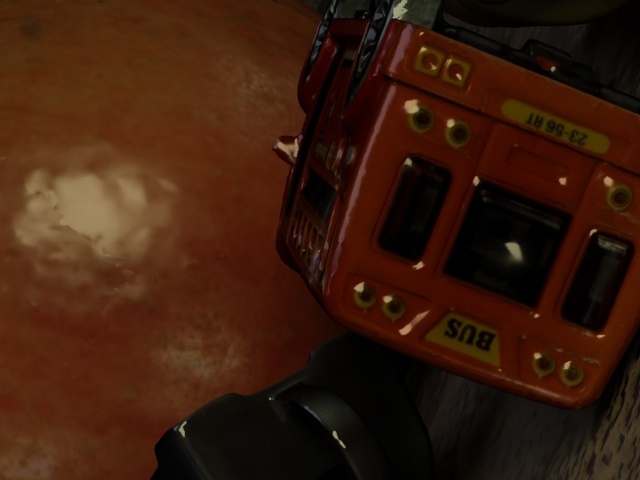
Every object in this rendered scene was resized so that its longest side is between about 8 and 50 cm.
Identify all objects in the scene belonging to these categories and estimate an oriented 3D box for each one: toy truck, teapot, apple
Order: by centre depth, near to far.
[{"bbox_3d":[0.043,-0.022,0.652,0.252,0.107,0.114,-134,64,-82],"label":"toy truck"},{"bbox_3d":[-0.006,0.104,0.700,0.087,0.096,0.177,-25,-13,-24],"label":"teapot"},{"bbox_3d":[-0.129,0.016,0.968,0.364,0.364,0.364,-155,90,-84],"label":"apple"}]

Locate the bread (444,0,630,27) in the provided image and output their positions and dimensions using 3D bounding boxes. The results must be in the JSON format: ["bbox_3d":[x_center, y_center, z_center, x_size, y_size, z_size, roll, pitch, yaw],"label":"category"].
[{"bbox_3d":[0.100,-0.136,0.727,0.134,0.081,0.225,-53,8,4],"label":"bread"}]
